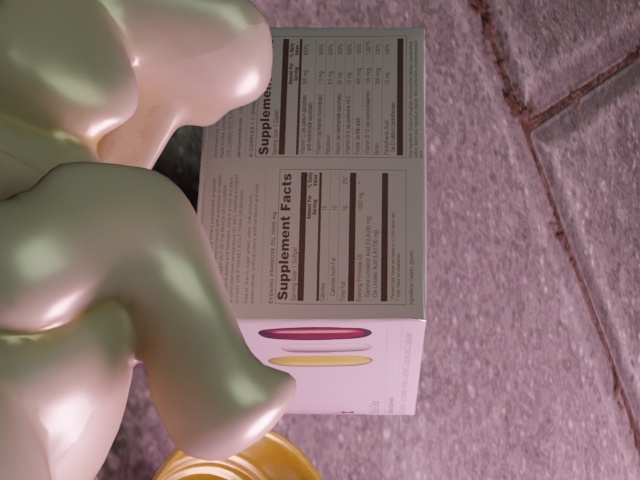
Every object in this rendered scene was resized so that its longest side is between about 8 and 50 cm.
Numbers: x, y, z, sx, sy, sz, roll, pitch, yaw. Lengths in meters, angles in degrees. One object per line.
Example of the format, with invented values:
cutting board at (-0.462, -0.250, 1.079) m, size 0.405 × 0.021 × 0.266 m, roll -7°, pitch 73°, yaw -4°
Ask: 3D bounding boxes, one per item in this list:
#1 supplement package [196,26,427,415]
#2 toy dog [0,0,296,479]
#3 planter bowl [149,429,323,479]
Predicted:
supplement package at (0.000, 0.000, 0.896) m, size 0.262 × 0.145 × 0.204 m, roll 81°, pitch 10°, yaw -69°
toy dog at (-0.199, 0.041, 0.560) m, size 0.395 × 0.284 × 0.408 m, roll 27°, pitch 34°, yaw -24°
planter bowl at (-0.080, 0.237, 0.861) m, size 0.217 × 0.090 × 0.217 m, roll 20°, pitch 64°, yaw -47°
